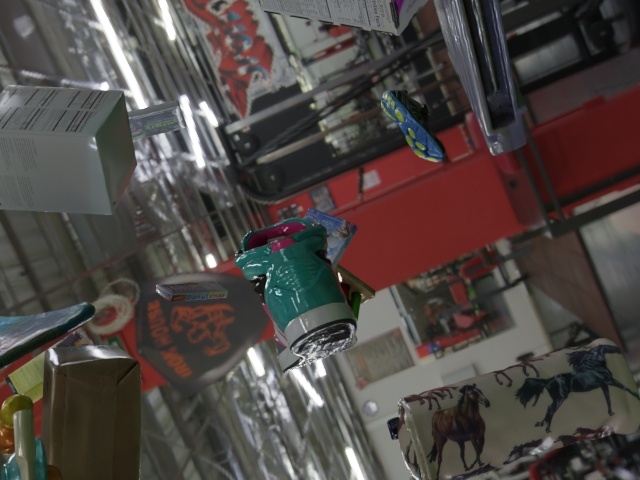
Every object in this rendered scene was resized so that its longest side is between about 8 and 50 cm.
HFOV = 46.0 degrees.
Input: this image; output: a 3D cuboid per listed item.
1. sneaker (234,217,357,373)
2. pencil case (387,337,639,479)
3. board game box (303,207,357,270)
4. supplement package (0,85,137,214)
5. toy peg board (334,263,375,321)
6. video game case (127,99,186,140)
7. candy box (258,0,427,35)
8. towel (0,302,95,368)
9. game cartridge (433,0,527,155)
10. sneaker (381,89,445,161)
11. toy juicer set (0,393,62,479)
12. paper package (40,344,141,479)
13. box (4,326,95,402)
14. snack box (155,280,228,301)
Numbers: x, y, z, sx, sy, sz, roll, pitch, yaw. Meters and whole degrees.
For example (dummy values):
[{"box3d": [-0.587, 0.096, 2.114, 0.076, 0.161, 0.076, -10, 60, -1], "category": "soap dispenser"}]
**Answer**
[{"box3d": [-0.036, 0.066, 0.981, 0.295, 0.123, 0.179, 103, 147, -71], "category": "sneaker"}, {"box3d": [0.323, 0.288, 1.231, 0.184, 0.410, 0.160, 87, 165, -50], "category": "pencil case"}, {"box3d": [0.000, 0.000, 1.211, 0.090, 0.090, 0.020, 21, 161, 28], "category": "board game box"}, {"box3d": [-0.560, -0.196, 1.616, 0.198, 0.262, 0.199, -82, -6, -51], "category": "supplement package"}, {"box3d": [-0.001, 0.123, 1.542, 0.160, 0.161, 0.079, 36, -137, -27], "category": "toy peg board"}, {"box3d": [-0.455, -0.309, 1.981, 0.173, 0.190, 0.022, 112, 142, -80], "category": "video game case"}, {"box3d": [0.042, -0.370, 1.031, 0.233, 0.159, 0.071, 20, 149, 30], "category": "candy box"}, {"box3d": [-0.652, 0.207, 1.484, 0.370, 0.271, 0.040, -36, -66, -68], "category": "towel"}, {"box3d": [0.156, -0.288, 0.835, 0.355, 0.068, 0.230, 57, -159, -53], "category": "game cartridge"}, {"box3d": [0.198, -0.240, 1.525, 0.188, 0.078, 0.067, 57, 153, 24], "category": "sneaker"}, {"box3d": [-0.466, 0.352, 1.221, 0.329, 0.089, 0.209, -25, 66, 57], "category": "toy juicer set"}, {"box3d": [-0.466, 0.374, 1.514, 0.325, 0.168, 0.310, 173, 99, -68], "category": "paper package"}, {"box3d": [-0.703, 0.333, 1.982, 0.087, 0.232, 0.058, 42, 160, 33], "category": "box"}, {"box3d": [-0.318, 0.126, 1.875, 0.178, 0.022, 0.064, -1, -157, -47], "category": "snack box"}]
